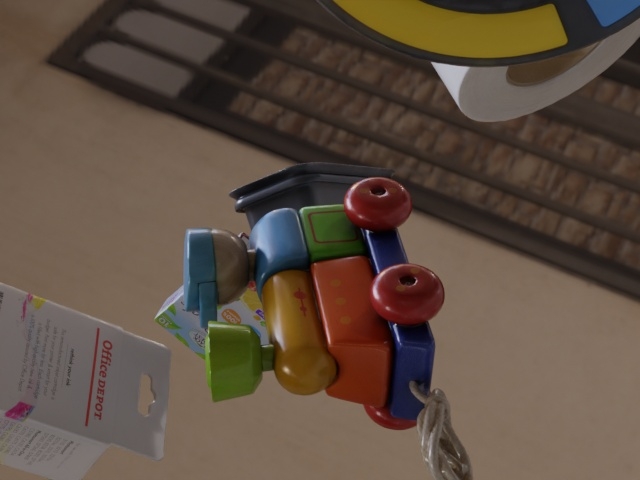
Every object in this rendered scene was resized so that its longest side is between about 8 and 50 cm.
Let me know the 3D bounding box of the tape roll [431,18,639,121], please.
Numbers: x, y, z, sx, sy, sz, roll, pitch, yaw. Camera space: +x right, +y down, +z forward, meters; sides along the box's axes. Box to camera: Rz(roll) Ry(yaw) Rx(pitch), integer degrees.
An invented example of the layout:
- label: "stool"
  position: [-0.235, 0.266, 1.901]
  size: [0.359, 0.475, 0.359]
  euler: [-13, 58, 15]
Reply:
- label: "tape roll"
  position: [0.268, -0.270, 1.494]
  size: [0.286, 0.100, 0.286]
  euler: [-23, -23, -10]

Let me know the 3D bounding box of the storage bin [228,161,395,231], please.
- label: "storage bin"
  position: [0.000, 0.000, 0.933]
  size: [0.135, 0.098, 0.091]
  euler: [3, -109, -56]

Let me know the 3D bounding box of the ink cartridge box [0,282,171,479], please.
- label: "ink cartridge box"
  position: [-0.197, 0.096, 0.830]
  size: [0.061, 0.181, 0.104]
  euler: [-48, 30, 36]

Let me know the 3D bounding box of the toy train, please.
- label: "toy train"
  position: [-0.002, 0.069, 0.702]
  size: [0.248, 0.144, 0.105]
  euler: [-104, 12, -51]

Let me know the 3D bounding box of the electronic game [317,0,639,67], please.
- label: "electronic game"
  position: [0.081, -0.181, 0.565]
  size: [0.048, 0.229, 0.229]
  euler: [-84, 2, -51]

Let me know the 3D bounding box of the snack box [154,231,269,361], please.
- label: "snack box"
  position: [-0.080, 0.066, 1.167]
  size: [0.141, 0.100, 0.037]
  euler: [-39, 15, 42]
